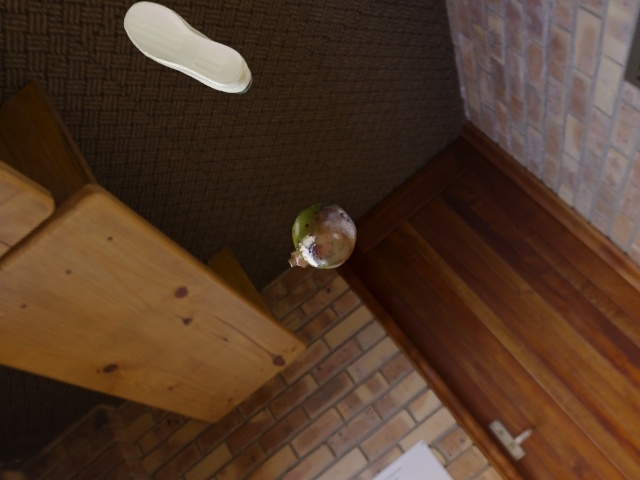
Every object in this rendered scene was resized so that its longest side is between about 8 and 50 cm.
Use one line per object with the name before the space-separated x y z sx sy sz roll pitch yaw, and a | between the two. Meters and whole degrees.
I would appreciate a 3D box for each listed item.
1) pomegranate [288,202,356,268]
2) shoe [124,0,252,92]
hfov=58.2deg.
pomegranate | 0.007 -0.003 1.029 0.130 0.130 0.130 -28 148 -19
shoe | -0.243 -0.351 1.082 0.095 0.264 0.110 -58 168 5
